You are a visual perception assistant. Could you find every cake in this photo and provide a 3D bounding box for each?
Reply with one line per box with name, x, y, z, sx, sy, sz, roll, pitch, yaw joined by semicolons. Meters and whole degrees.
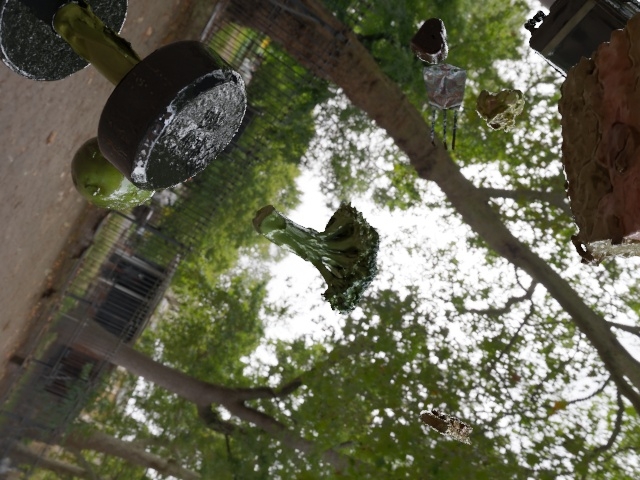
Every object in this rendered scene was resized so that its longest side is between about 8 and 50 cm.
cake;0.505;-0.140;0.609;0.307;0.293;0.314;137;-45;-65

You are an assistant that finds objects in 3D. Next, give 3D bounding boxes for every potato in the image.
potato;-0.463;-0.152;1.123;0.253;0.186;0.149;-12;-95;51

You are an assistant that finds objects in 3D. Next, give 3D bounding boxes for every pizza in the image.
pizza;0.308;0.448;1.210;0.175;0.134;0.046;141;-26;-78

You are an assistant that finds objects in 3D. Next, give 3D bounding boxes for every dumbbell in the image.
dumbbell;-0.276;-0.238;0.660;0.204;0.322;0.204;-47;174;-7

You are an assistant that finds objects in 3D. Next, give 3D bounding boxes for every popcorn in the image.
popcorn;0.387;-0.288;1.080;0.109;0.096;0.089;-57;161;-77

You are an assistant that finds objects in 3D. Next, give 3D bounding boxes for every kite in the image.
kite;0.325;-0.354;1.312;0.016;0.127;0.230;179;-86;-81

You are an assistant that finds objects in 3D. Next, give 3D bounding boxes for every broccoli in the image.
broccoli;0.007;-0.004;1.526;0.275;0.397;0.353;-59;175;12

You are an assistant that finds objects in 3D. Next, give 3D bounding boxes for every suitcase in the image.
suitcase;0.879;-0.632;1.556;0.194;0.434;0.283;-46;175;-23

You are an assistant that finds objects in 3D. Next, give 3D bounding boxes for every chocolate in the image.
chocolate;0.355;-0.664;1.619;0.080;0.125;0.149;38;52;-80
